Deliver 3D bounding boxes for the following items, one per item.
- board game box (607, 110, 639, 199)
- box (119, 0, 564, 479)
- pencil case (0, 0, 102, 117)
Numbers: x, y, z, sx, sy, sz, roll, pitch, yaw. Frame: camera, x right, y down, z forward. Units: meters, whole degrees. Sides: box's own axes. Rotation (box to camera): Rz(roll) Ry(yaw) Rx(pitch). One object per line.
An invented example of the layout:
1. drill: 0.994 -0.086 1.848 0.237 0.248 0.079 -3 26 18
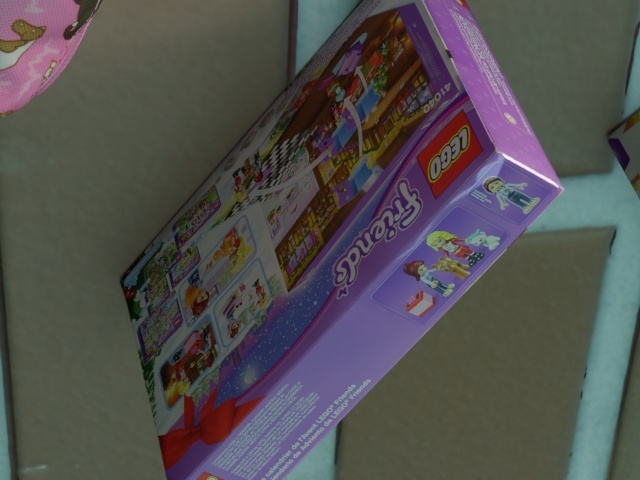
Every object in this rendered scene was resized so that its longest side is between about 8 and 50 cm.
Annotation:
1. board game box: 0.341 0.000 1.305 0.144 0.142 0.275 -39 128 16
2. box: 0.000 0.000 1.167 0.057 0.201 0.293 27 117 -32
3. pencil case: -0.101 -0.229 0.980 0.386 0.167 0.160 -41 163 18
